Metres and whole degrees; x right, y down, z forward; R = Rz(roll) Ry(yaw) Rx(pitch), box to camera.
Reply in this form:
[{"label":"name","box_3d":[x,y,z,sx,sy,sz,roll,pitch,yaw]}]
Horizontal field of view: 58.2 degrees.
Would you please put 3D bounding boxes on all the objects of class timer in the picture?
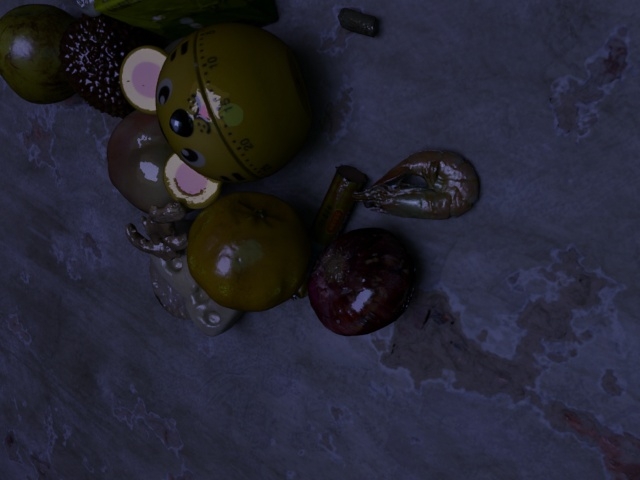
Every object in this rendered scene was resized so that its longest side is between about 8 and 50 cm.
[{"label":"timer","box_3d":[-0.222,-0.277,1.249,0.387,0.376,0.375,-17,92,12]}]

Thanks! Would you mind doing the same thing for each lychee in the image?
[{"label":"lychee","box_3d":[-0.527,-0.445,1.482,0.268,0.268,0.267,8,106,32]}]

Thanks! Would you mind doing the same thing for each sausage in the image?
[{"label":"sausage","box_3d":[0.000,0.000,1.349,0.082,0.082,0.371,36,119,21]}]

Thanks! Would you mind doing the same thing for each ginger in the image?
[{"label":"ginger","box_3d":[-0.376,-0.024,1.408,0.149,0.065,0.259,39,140,-21]}]

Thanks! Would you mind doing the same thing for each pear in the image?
[{"label":"pear","box_3d":[-0.787,-0.528,1.640,0.284,0.284,0.283,8,106,32]}]

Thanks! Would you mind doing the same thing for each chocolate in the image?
[{"label":"chocolate","box_3d":[-0.299,-0.562,1.292,0.301,0.289,0.136,-2,89,34]}]

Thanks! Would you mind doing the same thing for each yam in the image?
[{"label":"yam","box_3d":[0.081,-0.458,1.208,0.094,0.043,0.043,26,114,24]}]

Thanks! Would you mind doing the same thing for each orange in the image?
[{"label":"orange","box_3d":[-0.154,0.019,1.266,0.279,0.279,0.235,42,143,19]}]

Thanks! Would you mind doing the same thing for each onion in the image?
[{"label":"onion","box_3d":[0.090,0.089,1.241,0.247,0.190,0.246,-19,58,34]}]

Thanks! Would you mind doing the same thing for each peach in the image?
[{"label":"peach","box_3d":[-0.404,-0.200,1.462,0.293,0.247,0.291,1,106,5]}]

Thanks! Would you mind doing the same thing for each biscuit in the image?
[{"label":"biscuit","box_3d":[-0.441,0.145,1.701,0.250,0.032,0.133,50,122,13]}]

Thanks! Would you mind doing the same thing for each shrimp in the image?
[{"label":"shrimp","box_3d":[0.190,-0.110,1.193,0.267,0.061,0.145,-4,101,26]}]

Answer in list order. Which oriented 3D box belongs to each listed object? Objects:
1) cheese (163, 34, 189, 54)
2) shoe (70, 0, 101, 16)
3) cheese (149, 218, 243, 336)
[{"label":"cheese","box_3d":[-0.298,-0.407,1.386,0.091,0.203,0.175,46,133,51]},{"label":"shoe","box_3d":[-0.504,-0.658,1.408,0.132,0.210,0.341,-14,65,18]},{"label":"cheese","box_3d":[-0.272,0.034,1.509,0.328,0.130,0.350,-39,79,28]}]
